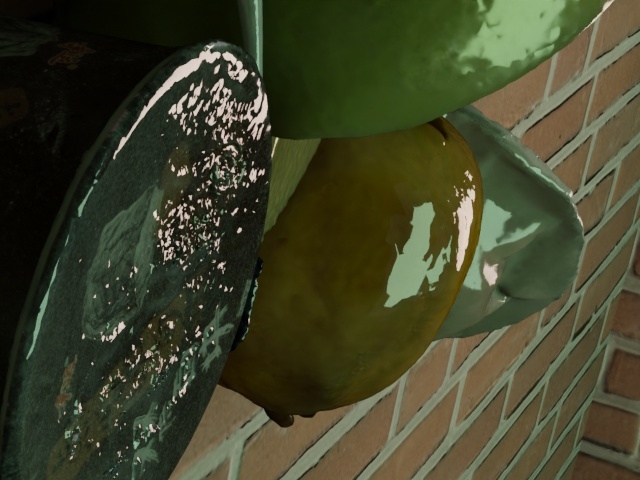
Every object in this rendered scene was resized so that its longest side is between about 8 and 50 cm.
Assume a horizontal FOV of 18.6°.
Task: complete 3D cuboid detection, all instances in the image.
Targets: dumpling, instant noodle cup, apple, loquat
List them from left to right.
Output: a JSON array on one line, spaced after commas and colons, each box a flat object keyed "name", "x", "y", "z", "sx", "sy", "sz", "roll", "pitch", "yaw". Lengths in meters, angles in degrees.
[{"name": "instant noodle cup", "x": -0.153, "y": -0.002, "z": 0.774, "sx": 0.217, "sy": 0.207, "sz": 0.218, "roll": 17, "pitch": 90, "yaw": -74}, {"name": "apple", "x": -0.010, "y": -0.159, "z": 0.977, "sx": 0.295, "sy": 0.233, "sz": 0.258, "roll": -22, "pitch": -156, "yaw": 54}, {"name": "loquat", "x": 0.000, "y": 0.000, "z": 1.267, "sx": 0.238, "sy": 0.193, "sz": 0.238, "roll": -63, "pitch": -176, "yaw": 8}, {"name": "dumpling", "x": 0.080, "y": 0.008, "z": 1.529, "sx": 0.163, "sy": 0.204, "sz": 0.293, "roll": -45, "pitch": 159, "yaw": -34}]

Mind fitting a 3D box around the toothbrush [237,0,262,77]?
[{"name": "toothbrush", "x": -0.030, "y": -0.140, "z": 0.835, "sx": 0.018, "sy": 0.024, "sz": 0.257, "roll": -21, "pitch": 115, "yaw": -71}]
